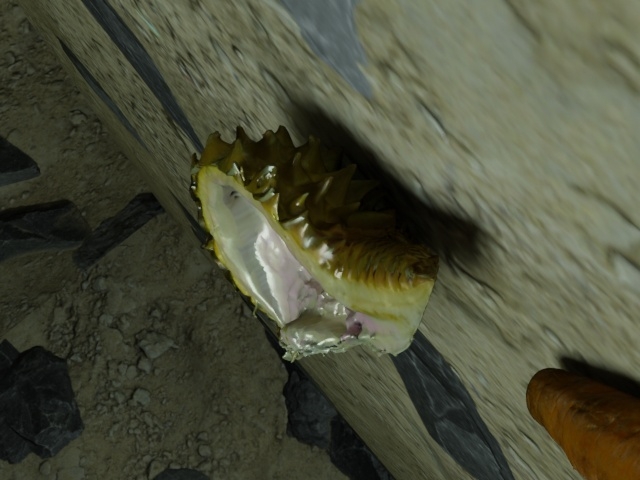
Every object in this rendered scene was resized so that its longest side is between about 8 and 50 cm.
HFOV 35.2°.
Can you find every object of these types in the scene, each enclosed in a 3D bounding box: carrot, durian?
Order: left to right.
[{"bbox_3d":[0.011,0.000,0.485,0.224,0.078,0.140,10,127,62],"label":"durian"},{"bbox_3d":[0.116,0.081,0.352,0.047,0.047,0.191,53,172,-18],"label":"carrot"}]
